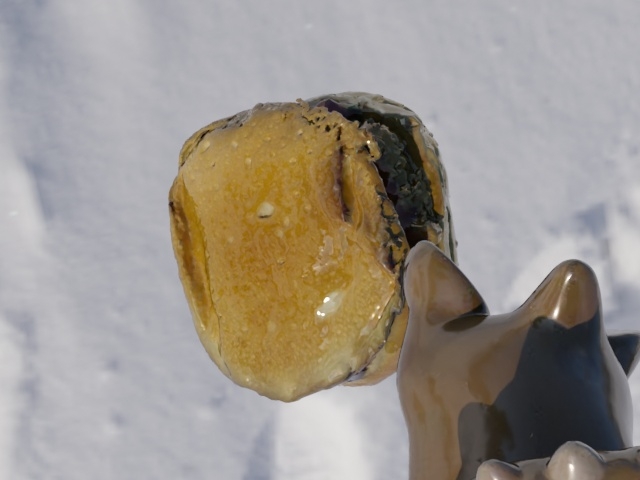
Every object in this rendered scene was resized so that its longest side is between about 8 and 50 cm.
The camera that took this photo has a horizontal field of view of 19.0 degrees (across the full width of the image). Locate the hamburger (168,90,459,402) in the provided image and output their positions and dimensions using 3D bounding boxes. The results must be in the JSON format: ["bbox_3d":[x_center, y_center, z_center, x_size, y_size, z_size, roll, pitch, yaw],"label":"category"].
[{"bbox_3d":[0.000,0.000,1.447,0.163,0.244,0.244,-9,90,-52],"label":"hamburger"}]

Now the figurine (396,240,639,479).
[{"bbox_3d":[0.129,0.118,0.928,0.177,0.173,0.247,21,64,-18],"label":"figurine"}]
